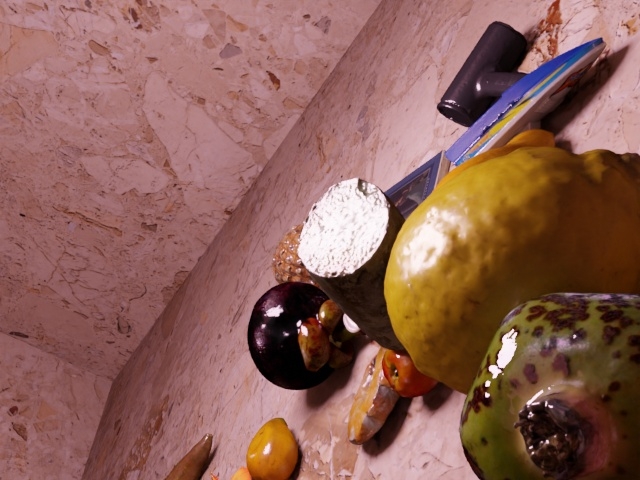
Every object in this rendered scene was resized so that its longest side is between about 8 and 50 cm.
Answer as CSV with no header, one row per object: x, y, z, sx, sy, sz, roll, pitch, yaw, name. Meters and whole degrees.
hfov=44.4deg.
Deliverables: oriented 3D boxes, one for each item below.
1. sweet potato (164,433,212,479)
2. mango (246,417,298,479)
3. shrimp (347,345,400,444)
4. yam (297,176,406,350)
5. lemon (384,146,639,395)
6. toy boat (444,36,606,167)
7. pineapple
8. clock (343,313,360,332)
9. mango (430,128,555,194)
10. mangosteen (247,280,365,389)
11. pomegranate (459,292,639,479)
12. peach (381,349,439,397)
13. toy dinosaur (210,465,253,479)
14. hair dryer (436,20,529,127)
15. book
-0.327,0.576,1.925,0.243,0.077,0.077,-49,19,7,sweet potato
-0.095,0.406,1.506,0.115,0.089,0.165,-60,15,-1,mango
0.111,0.197,1.319,0.316,0.062,0.164,-67,11,-25,shrimp
0.084,0.045,1.106,0.161,0.268,0.161,-16,51,21,yam
0.221,0.035,0.908,0.285,0.286,0.316,-80,0,-47,lemon
0.339,-0.213,1.257,0.295,0.088,0.129,-45,-15,31,toy boat
0.000,0.000,1.731,0.278,0.158,0.157,-54,17,45,pineapple
0.128,0.087,1.274,0.191,0.062,0.151,-15,43,16,clock
0.257,-0.066,1.149,0.295,0.120,0.177,-29,-15,-40,mango
-0.019,0.182,1.510,0.250,0.211,0.211,-6,50,31,mangosteen
0.241,0.157,0.680,0.254,0.271,0.254,-6,80,39,pomegranate
0.144,0.186,1.186,0.100,0.101,0.100,-52,20,27,peach
-0.150,0.490,1.567,0.117,0.070,0.288,-52,20,-9,toy dinosaur
0.340,-0.293,1.440,0.197,0.089,0.251,-57,27,4,hair dryer
0.163,-0.055,1.615,0.269,0.025,0.190,-35,31,54,book
